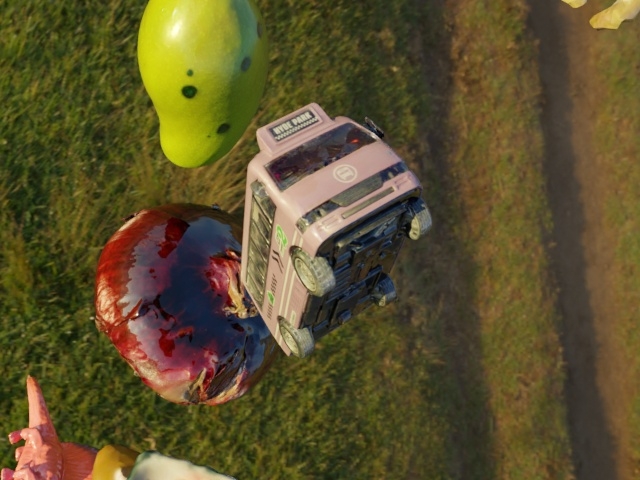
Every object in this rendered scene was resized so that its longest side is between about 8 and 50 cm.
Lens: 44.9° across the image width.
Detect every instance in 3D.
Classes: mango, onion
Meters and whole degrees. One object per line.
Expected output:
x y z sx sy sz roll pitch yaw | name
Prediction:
-0.152 -0.215 1.021 0.175 0.293 0.143 -25 58 -27 | mango
-0.176 0.080 1.124 0.314 0.232 0.314 22 51 -31 | onion

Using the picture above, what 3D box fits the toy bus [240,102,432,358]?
0.000 0.000 0.552 0.096 0.199 0.108 -29 69 -21 | toy bus

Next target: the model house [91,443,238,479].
-0.114 0.251 0.458 0.190 0.301 0.271 -19 132 -24 | model house

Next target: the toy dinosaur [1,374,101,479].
-0.374 0.302 1.119 0.139 0.070 0.286 1 40 -11 | toy dinosaur

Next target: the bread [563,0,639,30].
0.048 -0.174 0.207 0.274 0.274 0.149 37 85 -30 | bread
